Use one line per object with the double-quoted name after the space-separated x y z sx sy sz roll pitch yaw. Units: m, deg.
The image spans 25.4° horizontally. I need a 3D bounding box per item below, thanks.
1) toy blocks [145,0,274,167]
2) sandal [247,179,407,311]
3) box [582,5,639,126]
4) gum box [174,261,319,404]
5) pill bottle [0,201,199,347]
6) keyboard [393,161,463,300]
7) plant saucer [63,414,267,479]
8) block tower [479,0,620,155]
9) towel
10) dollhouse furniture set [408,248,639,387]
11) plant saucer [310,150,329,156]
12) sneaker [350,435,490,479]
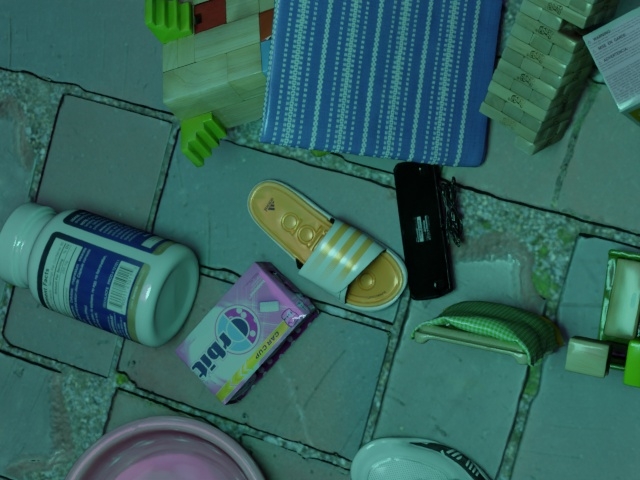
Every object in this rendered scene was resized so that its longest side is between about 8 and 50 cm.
-0.077 -0.313 1.912 0.261 0.191 0.381 -14 58 18 "toy blocks"
-0.006 0.009 1.951 0.265 0.076 0.102 34 100 17 "sandal"
0.408 -0.216 1.744 0.114 0.203 0.103 -27 80 18 "box"
-0.099 0.126 1.988 0.107 0.062 0.188 45 103 15 "gum box"
-0.319 0.042 2.020 0.264 0.153 0.153 19 95 19 "pill bottle"
0.156 -0.018 1.926 0.100 0.038 0.192 -10 86 42 "keyboard"
-0.212 0.414 1.986 0.332 0.084 0.332 -3 78 14 "plant saucer"
0.304 -0.276 1.773 0.097 0.091 0.335 34 125 24 "block tower"
0.083 -0.227 1.833 0.040 0.336 0.243 10 95 63 "towel"
0.288 0.076 1.782 0.301 0.197 0.151 10 93 19 "dollhouse furniture set"
0.041 -0.232 1.957 0.188 0.045 0.188 -19 83 18 "plant saucer"
0.177 0.376 1.806 0.366 0.210 0.137 34 99 17 "sneaker"
